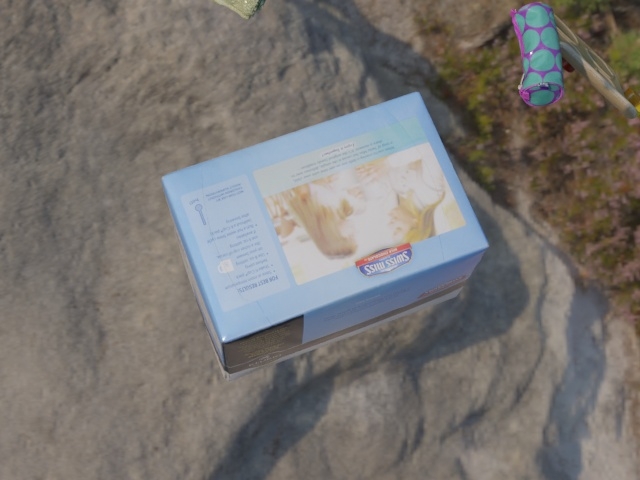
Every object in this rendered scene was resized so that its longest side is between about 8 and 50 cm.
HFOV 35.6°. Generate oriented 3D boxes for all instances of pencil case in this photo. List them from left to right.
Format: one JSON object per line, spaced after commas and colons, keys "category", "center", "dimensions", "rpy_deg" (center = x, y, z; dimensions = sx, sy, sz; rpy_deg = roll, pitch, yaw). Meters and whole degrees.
{"category": "pencil case", "center": [0.333, -0.287, 1.535], "dimensions": [0.070, 0.064, 0.152], "rpy_deg": [-1, 69, -4]}

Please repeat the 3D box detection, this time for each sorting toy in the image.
{"category": "sorting toy", "center": [0.510, -0.298, 1.833], "dimensions": [0.307, 0.041, 0.229], "rpy_deg": [37, 25, -19]}

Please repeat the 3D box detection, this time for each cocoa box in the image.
{"category": "cocoa box", "center": [0.000, 0.000, 1.279], "dimensions": [0.347, 0.228, 0.231], "rpy_deg": [-20, 73, -9]}

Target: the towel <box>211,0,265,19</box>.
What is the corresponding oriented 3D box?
{"category": "towel", "center": [-0.098, -0.347, 1.180], "dimensions": [0.110, 0.148, 0.027], "rpy_deg": [26, 26, 0]}
